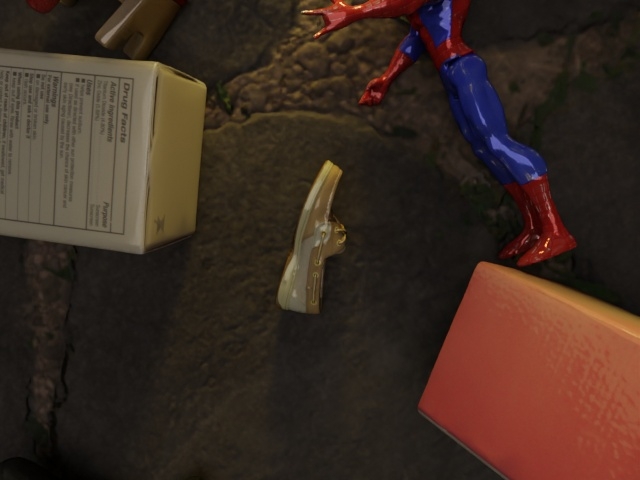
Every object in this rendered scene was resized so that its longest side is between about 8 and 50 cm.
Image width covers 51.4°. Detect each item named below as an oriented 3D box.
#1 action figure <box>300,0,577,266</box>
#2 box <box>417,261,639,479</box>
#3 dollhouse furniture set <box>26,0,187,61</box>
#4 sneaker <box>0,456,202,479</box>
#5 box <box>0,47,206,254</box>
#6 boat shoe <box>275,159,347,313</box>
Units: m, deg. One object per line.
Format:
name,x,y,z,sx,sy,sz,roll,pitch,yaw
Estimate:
action figure,0.081,-0.105,0.517,0.139,0.091,0.281,-20,93,1
box,0.207,0.120,0.440,0.232,0.148,0.127,29,101,49
dollhouse furniture set,-0.268,-0.317,0.487,0.374,0.201,0.152,38,100,3
sneaker,-0.174,0.244,0.605,0.228,0.086,0.132,43,95,-9
box,-0.264,-0.083,0.553,0.311,0.121,0.148,9,98,7
boat shoe,0.000,0.000,0.566,0.045,0.050,0.135,18,109,2
